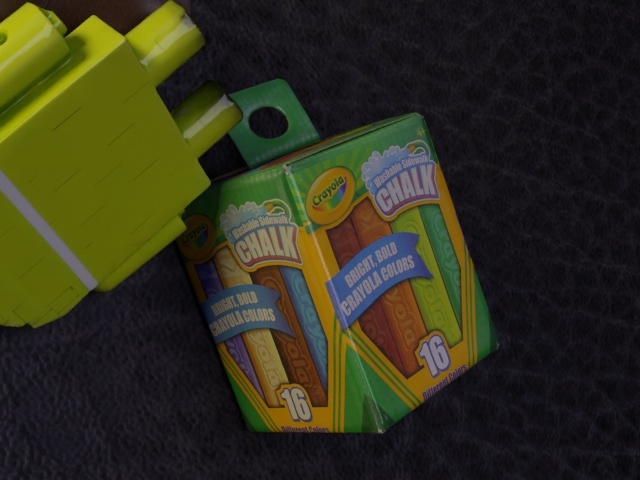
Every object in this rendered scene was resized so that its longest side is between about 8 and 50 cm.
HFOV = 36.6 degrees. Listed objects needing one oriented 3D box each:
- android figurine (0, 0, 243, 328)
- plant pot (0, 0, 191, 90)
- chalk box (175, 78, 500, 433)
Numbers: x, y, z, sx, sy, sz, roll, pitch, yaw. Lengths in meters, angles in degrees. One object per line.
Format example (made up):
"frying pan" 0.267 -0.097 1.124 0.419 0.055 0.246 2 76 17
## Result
"android figurine" -0.182 -0.044 0.691 0.273 0.056 0.248 -43 146 -11
"plant pot" -0.198 -0.180 0.721 0.165 0.167 0.167 23 67 -46
"chalk box" 0.000 0.000 0.840 0.180 0.179 0.289 -27 101 -41
